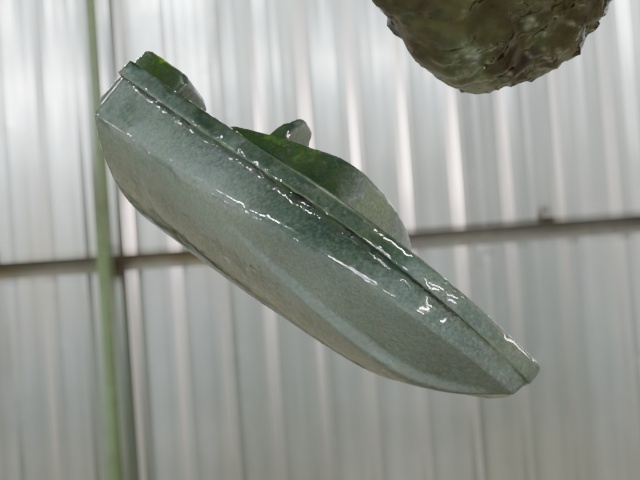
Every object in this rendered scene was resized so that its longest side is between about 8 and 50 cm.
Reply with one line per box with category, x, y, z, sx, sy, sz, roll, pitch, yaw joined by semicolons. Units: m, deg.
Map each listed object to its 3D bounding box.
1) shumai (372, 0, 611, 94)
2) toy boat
shumai;0.191;-0.329;1.340;0.348;0.395;0.395;-15;-7;26
toy boat;0.000;0.000;1.010;0.319;0.092;0.141;34;-13;37
